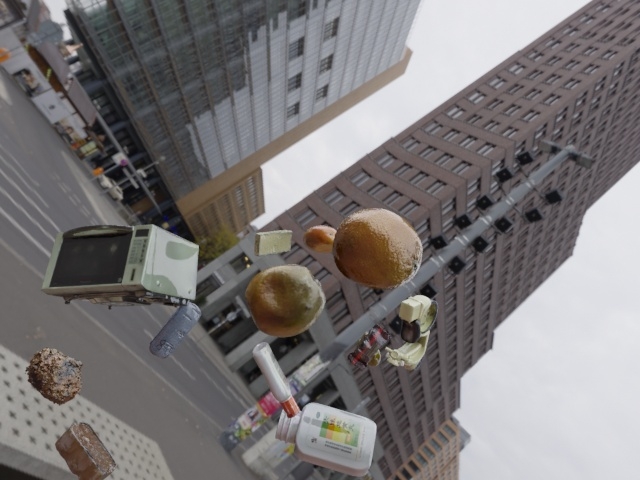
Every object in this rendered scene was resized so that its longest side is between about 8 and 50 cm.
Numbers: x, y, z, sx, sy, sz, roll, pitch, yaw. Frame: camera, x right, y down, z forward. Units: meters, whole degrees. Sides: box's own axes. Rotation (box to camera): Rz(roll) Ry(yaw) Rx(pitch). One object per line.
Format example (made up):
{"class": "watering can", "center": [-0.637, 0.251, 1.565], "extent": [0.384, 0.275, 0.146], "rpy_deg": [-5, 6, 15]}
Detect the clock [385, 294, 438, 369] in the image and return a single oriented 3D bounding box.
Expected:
{"class": "clock", "center": [0.410, 0.431, 1.898], "extent": [0.120, 0.276, 0.378], "rpy_deg": [20, -73, 40]}

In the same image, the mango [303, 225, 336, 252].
{"class": "mango", "center": [0.002, -0.006, 1.935], "extent": [0.141, 0.102, 0.217], "rpy_deg": [33, -28, -34]}

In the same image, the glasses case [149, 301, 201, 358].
{"class": "glasses case", "center": [-0.662, 0.407, 1.923], "extent": [0.109, 0.282, 0.067], "rpy_deg": [41, -10, -18]}

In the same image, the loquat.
{"class": "loquat", "center": [-0.129, 0.219, 1.564], "extent": [0.276, 0.284, 0.276], "rpy_deg": [61, 0, 0]}

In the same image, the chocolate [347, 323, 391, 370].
{"class": "chocolate", "center": [0.188, 0.412, 1.626], "extent": [0.086, 0.182, 0.028], "rpy_deg": [44, -18, 12]}

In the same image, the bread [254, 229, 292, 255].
{"class": "bread", "center": [-0.141, 0.006, 1.266], "extent": [0.028, 0.154, 0.068], "rpy_deg": [14, -76, 32]}

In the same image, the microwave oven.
{"class": "microwave oven", "center": [-0.687, 0.108, 1.482], "extent": [0.333, 0.395, 0.247], "rpy_deg": [46, 42, -68]}

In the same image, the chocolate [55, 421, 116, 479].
{"class": "chocolate", "center": [-0.822, 0.745, 1.467], "extent": [0.214, 0.093, 0.148], "rpy_deg": [46, -17, 11]}

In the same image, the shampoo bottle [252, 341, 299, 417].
{"class": "shampoo bottle", "center": [-0.125, 0.401, 1.204], "extent": [0.220, 0.051, 0.108], "rpy_deg": [64, -5, -5]}

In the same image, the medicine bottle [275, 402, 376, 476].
{"class": "medicine bottle", "center": [0.015, 0.659, 1.424], "extent": [0.324, 0.179, 0.124], "rpy_deg": [14, -45, 7]}

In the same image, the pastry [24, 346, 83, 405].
{"class": "pastry", "center": [-1.174, 0.594, 1.884], "extent": [0.275, 0.193, 0.275], "rpy_deg": [34, -30, 23]}

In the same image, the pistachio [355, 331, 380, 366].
{"class": "pistachio", "center": [0.218, 0.502, 1.975], "extent": [0.100, 0.110, 0.189], "rpy_deg": [53, 19, -37]}

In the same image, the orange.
{"class": "orange", "center": [0.170, 0.031, 1.245], "extent": [0.264, 0.264, 0.264], "rpy_deg": [47, -18, 20]}
